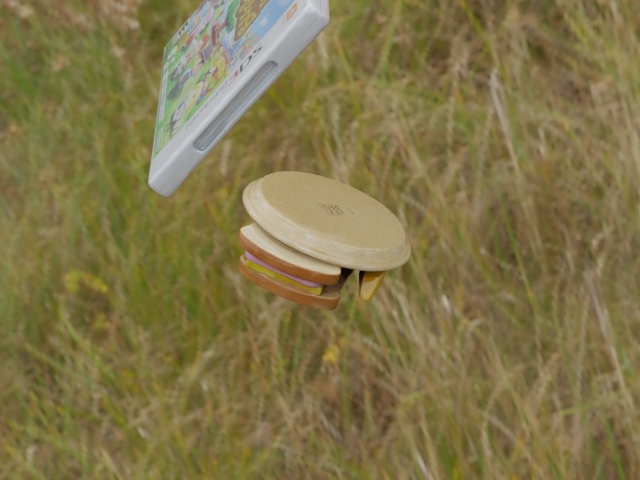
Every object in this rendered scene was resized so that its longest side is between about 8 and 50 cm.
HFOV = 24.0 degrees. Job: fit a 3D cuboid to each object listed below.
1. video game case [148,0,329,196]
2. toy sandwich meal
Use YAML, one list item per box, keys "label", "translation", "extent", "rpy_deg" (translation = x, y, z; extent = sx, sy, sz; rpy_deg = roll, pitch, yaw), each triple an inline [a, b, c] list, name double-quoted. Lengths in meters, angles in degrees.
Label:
- label: "video game case"
  translation: [-0.064, -0.158, 1.163]
  extent: [0.193, 0.023, 0.212]
  rpy_deg: [-45, 26, 26]
- label: "toy sandwich meal"
  translation: [0.000, 0.000, 0.650]
  extent: [0.085, 0.029, 0.085]
  rpy_deg: [18, 24, -8]
